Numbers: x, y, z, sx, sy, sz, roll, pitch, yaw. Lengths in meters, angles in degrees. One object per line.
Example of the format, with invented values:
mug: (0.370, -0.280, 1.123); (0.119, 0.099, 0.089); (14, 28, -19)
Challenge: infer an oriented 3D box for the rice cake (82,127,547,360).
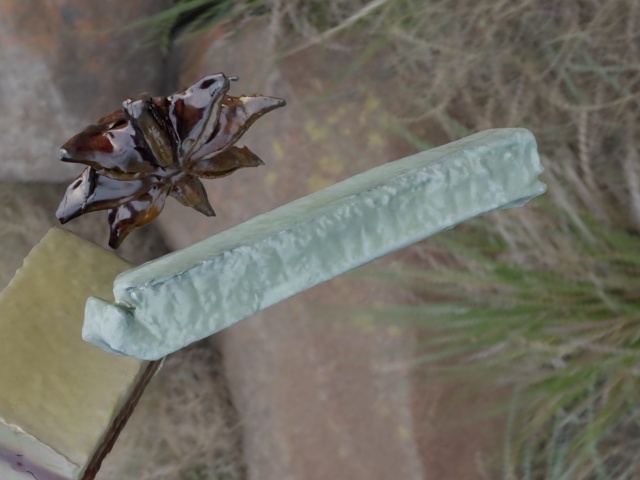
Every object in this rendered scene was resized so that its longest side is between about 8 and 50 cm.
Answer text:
rice cake: (0.000, 0.000, 1.007); (0.066, 0.336, 0.063); (3, 112, 65)

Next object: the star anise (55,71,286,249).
star anise: (-0.169, -0.100, 1.567); (0.102, 0.272, 0.272); (59, 137, 25)

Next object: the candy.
candy: (-0.274, 0.139, 1.545); (0.180, 0.320, 0.135); (26, 124, 0)
